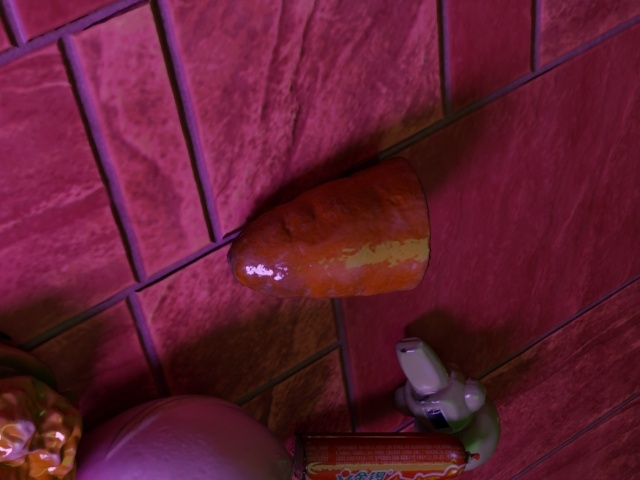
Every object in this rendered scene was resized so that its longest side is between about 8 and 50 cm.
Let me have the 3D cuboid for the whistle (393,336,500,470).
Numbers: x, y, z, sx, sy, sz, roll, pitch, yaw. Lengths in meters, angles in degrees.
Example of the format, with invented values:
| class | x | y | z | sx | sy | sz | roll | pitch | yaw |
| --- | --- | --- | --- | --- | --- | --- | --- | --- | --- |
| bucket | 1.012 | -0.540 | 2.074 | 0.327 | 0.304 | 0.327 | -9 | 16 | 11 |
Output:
| class | x | y | z | sx | sy | sz | roll | pitch | yaw |
| --- | --- | --- | --- | --- | --- | --- | --- | --- | --- |
| whistle | 0.182 | 0.228 | 1.699 | 0.141 | 0.141 | 0.294 | -32 | 121 | -16 |

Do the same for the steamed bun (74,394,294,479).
| class | x | y | z | sx | sy | sz | roll | pitch | yaw |
| --- | --- | --- | --- | --- | --- | --- | --- | --- | --- |
| steamed bun | -0.195 | 0.316 | 1.333 | 0.309 | 0.309 | 0.309 | -23 | 136 | -25 |

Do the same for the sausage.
| class | x | y | z | sx | sy | sz | roll | pitch | yaw |
| --- | --- | --- | --- | --- | --- | --- | --- | --- | --- |
| sausage | 0.096 | 0.303 | 1.615 | 0.264 | 0.083 | 0.083 | 1 | 127 | -9 |

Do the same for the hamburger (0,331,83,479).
| class | x | y | z | sx | sy | sz | roll | pitch | yaw |
| --- | --- | --- | --- | --- | --- | --- | --- | --- | --- |
| hamburger | -0.348 | 0.226 | 1.179 | 0.237 | 0.149 | 0.237 | -29 | 141 | -27 |

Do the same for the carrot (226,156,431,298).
| class | x | y | z | sx | sy | sz | roll | pitch | yaw |
| --- | --- | --- | --- | --- | --- | --- | --- | --- | --- |
| carrot | 0.000 | 0.000 | 1.327 | 0.225 | 0.159 | 0.159 | -11 | 131 | -17 |
